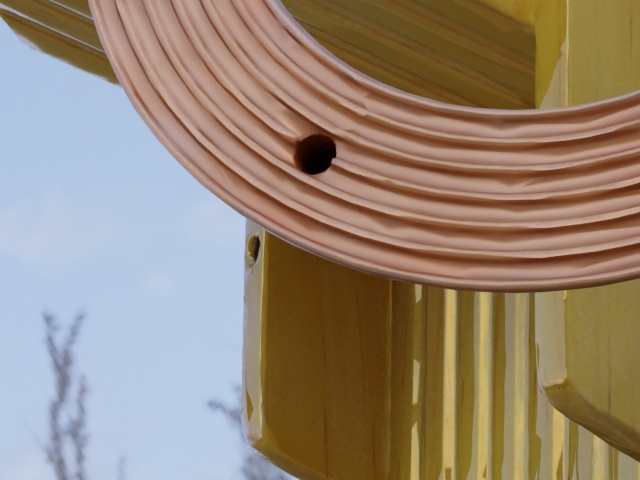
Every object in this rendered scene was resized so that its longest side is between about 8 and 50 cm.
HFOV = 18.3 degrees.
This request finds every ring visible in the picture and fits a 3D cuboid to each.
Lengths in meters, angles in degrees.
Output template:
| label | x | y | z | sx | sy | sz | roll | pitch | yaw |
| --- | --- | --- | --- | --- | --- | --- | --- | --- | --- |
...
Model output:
| label | x | y | z | sx | sy | sz | roll | pitch | yaw |
| --- | --- | --- | --- | --- | --- | --- | --- | --- | --- |
| ring | 0.079 | -0.137 | 0.657 | 0.336 | 0.336 | 0.032 | -34 | -28 | 3 |

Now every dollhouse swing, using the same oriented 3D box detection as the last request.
| label | x | y | z | sx | sy | sz | roll | pitch | yaw |
| --- | --- | --- | --- | --- | --- | --- | --- | --- | --- |
| dollhouse swing | 0.000 | 0.000 | 1.013 | 0.305 | 0.315 | 0.347 | 7 | -11 | -27 |
